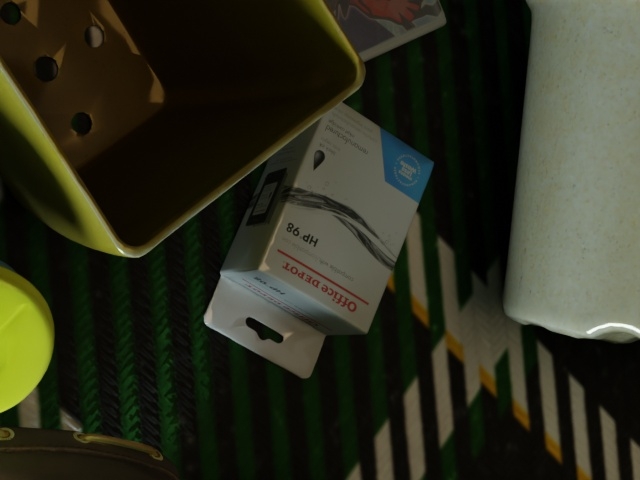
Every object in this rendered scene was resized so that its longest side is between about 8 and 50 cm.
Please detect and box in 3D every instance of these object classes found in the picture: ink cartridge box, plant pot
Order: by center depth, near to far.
[{"bbox_3d":[-0.141,-0.123,1.108,0.212,0.187,0.212,-40,105,-29],"label":"plant pot"},{"bbox_3d":[0.000,0.000,1.256,0.104,0.060,0.180,31,70,-26],"label":"ink cartridge box"},{"bbox_3d":[0.278,-0.063,1.309,0.333,0.334,0.305,13,90,-30],"label":"plant pot"}]

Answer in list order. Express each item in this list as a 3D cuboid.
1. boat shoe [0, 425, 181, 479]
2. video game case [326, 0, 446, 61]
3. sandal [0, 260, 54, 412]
[{"bbox_3d":[-0.238,0.161,1.067,0.324,0.097,0.117,7,122,-13],"label":"boat shoe"},{"bbox_3d":[-0.016,-0.211,1.289,0.201,0.023,0.183,-28,100,-30],"label":"video game case"},{"bbox_3d":[-0.321,0.045,1.027,0.317,0.138,0.126,2,112,-14],"label":"sandal"}]
